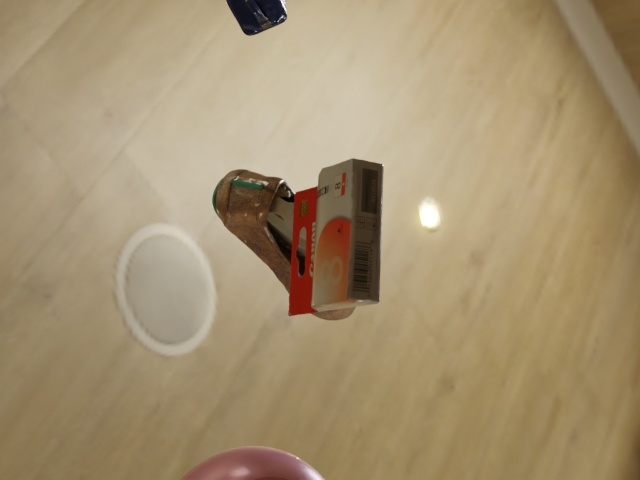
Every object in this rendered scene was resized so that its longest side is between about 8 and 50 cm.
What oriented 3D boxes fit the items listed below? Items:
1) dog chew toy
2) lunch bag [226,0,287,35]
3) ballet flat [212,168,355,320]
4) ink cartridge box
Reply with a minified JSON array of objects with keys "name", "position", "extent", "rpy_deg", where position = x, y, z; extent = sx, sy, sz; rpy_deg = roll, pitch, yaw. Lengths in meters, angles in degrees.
[{"name":"dog chew toy","position":[-0.097,0.357,1.418],"extent":[0.207,0.332,0.206],"rpy_deg":[7,-114,-16]},{"name":"lunch bag","position":[-0.085,-0.311,1.567],"extent":[0.098,0.067,0.065],"rpy_deg":[56,-169,-53]},{"name":"ballet flat","position":[-0.010,0.016,1.563],"extent":[0.316,0.106,0.107],"rpy_deg":[39,-121,-45]},{"name":"ink cartridge box","position":[0.000,0.000,1.294],"extent":[0.045,0.179,0.145],"rpy_deg":[9,-102,-32]}]
